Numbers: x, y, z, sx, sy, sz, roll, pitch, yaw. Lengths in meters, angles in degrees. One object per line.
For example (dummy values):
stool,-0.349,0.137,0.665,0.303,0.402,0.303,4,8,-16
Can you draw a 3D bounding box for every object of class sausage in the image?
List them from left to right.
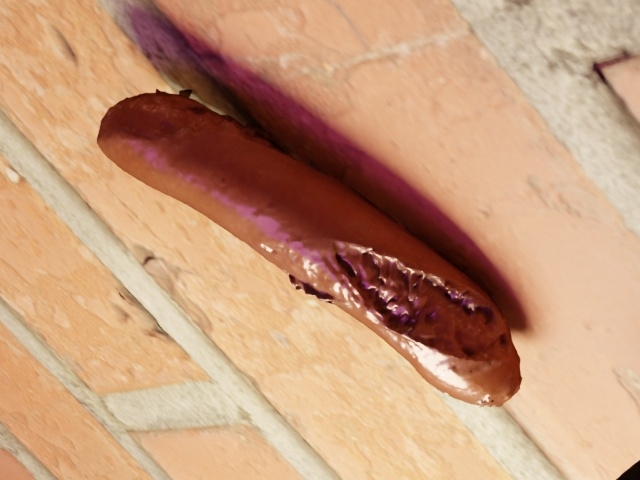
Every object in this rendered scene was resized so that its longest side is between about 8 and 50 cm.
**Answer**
sausage,0.000,-0.001,1.086,0.327,0.079,0.087,34,151,5

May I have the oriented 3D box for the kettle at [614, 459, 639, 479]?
kettle,0.306,0.269,0.961,0.308,0.203,0.262,53,166,-10
